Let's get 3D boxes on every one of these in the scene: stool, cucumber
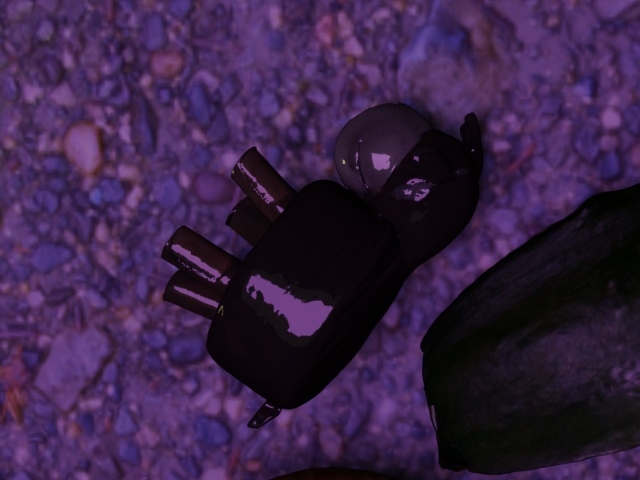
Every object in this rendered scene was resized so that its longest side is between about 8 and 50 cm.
[{"bbox_3d":[0.000,0.000,1.071,0.121,0.125,0.217,38,98,13],"label":"stool"},{"bbox_3d":[0.184,0.039,1.022,0.325,0.105,0.145,-21,90,23],"label":"cucumber"}]

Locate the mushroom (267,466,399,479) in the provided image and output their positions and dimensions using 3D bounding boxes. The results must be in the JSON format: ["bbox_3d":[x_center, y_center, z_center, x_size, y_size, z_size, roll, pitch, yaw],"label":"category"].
[{"bbox_3d":[-0.006,0.260,1.073,0.267,0.254,0.267,-10,67,24],"label":"mushroom"}]
